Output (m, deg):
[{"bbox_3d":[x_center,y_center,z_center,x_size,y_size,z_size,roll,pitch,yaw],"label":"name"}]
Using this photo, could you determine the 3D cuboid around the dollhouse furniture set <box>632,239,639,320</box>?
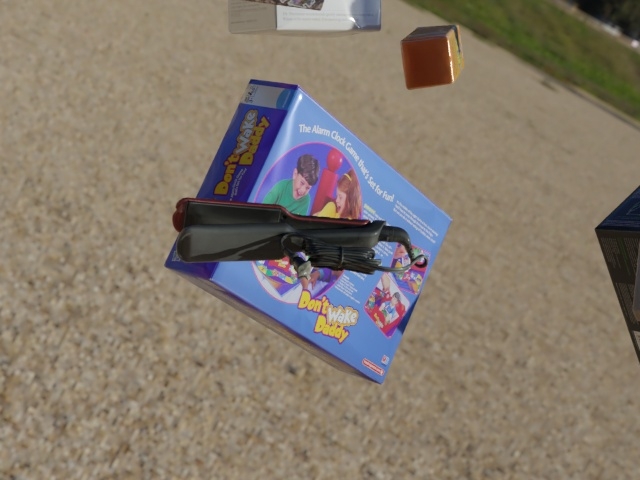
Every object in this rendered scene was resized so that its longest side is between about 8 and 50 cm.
[{"bbox_3d":[0.491,0.084,1.559,0.151,0.144,0.123,-4,-36,28],"label":"dollhouse furniture set"}]

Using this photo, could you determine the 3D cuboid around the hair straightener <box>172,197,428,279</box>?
[{"bbox_3d":[-0.013,0.013,1.059,0.230,0.047,0.089,8,37,-15],"label":"hair straightener"}]

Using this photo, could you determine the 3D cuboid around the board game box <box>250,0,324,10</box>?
[{"bbox_3d":[-0.131,-0.421,1.476,0.290,0.141,0.232,4,48,-15],"label":"board game box"}]

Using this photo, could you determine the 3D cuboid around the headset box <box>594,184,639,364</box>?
[{"bbox_3d":[0.564,0.015,1.805,0.283,0.246,0.131,-38,27,-32],"label":"headset box"}]

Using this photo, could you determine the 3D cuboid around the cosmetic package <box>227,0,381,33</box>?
[{"bbox_3d":[-0.028,-0.523,1.950,0.217,0.385,0.156,-4,7,-34],"label":"cosmetic package"}]

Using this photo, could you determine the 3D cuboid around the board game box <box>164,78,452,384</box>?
[{"bbox_3d":[0.000,0.000,1.432,0.078,0.233,0.347,14,-15,41],"label":"board game box"}]

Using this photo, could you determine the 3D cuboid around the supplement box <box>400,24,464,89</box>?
[{"bbox_3d":[0.178,-0.291,1.918,0.080,0.078,0.233,-7,14,10],"label":"supplement box"}]
